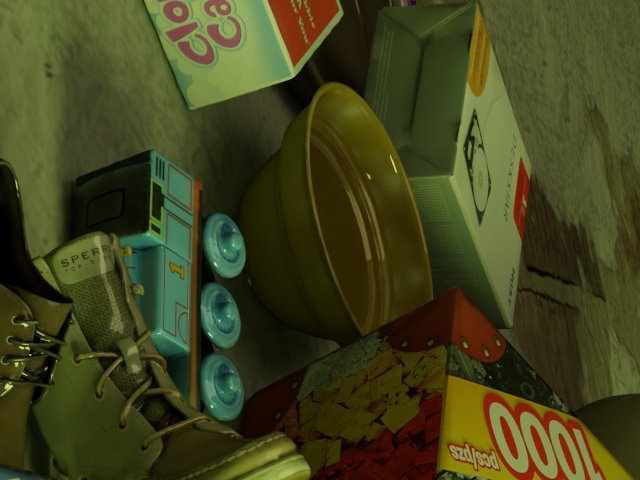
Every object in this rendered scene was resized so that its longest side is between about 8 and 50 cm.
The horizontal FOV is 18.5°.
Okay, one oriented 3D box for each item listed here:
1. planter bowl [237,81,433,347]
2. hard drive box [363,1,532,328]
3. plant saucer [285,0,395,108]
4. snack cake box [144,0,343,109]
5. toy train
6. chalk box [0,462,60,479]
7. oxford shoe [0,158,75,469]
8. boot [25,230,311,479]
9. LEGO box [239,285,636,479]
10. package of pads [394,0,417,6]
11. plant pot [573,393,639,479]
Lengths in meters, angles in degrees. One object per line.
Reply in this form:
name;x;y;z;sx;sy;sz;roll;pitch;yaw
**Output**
planter bowl;0.000;0.000;1.435;0.217;0.090;0.217;48;34;-48
hard drive box;0.106;-0.059;1.659;0.232;0.089;0.181;63;31;-53
plant saucer;0.000;-0.211;1.650;0.278;0.041;0.278;48;33;-47
snack cake box;-0.084;-0.246;1.401;0.152;0.089;0.264;-60;131;-64
toy train;-0.101;0.040;1.185;0.105;0.080;0.184;35;46;-46
chalk box;-0.164;0.197;0.775;0.289;0.180;0.179;32;46;-58
oxford shoe;-0.168;0.064;0.972;0.083;0.096;0.227;10;68;-68
boot;-0.097;0.074;1.017;0.077;0.213;0.165;-14;86;-35
LEGO box;0.150;0.339;1.277;0.500;0.193;0.372;46;31;-26
package of pads;0.076;-0.205;1.843;0.050;0.032;0.083;-17;91;-67
plant pot;0.241;0.304;1.666;0.274;0.256;0.256;-35;109;-51
